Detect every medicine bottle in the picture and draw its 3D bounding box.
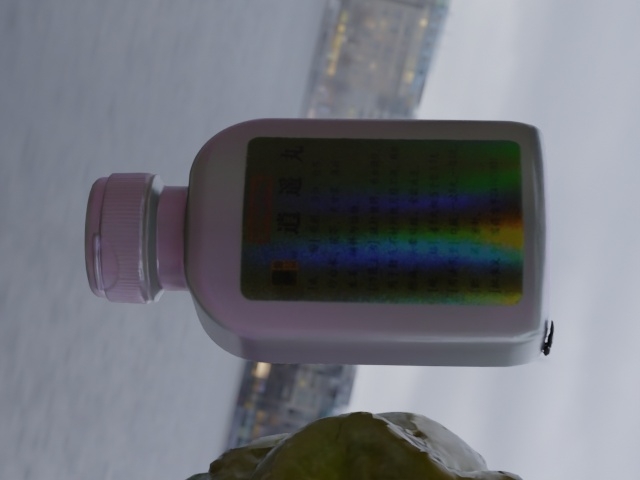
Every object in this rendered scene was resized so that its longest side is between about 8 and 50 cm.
[{"bbox_3d":[0.000,0.000,0.759,0.078,0.219,0.115,83,8,-69],"label":"medicine bottle"}]

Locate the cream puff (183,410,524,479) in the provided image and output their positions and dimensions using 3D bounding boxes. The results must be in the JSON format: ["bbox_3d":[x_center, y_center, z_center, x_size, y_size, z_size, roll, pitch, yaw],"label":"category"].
[{"bbox_3d":[0.067,0.269,0.877,0.378,0.276,0.378,-9,90,-72],"label":"cream puff"}]
